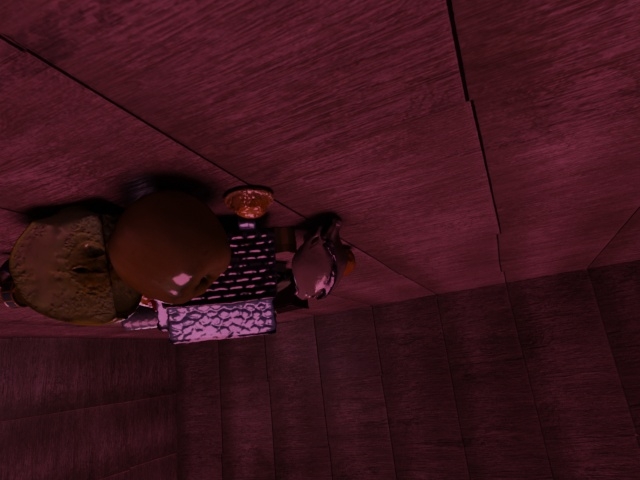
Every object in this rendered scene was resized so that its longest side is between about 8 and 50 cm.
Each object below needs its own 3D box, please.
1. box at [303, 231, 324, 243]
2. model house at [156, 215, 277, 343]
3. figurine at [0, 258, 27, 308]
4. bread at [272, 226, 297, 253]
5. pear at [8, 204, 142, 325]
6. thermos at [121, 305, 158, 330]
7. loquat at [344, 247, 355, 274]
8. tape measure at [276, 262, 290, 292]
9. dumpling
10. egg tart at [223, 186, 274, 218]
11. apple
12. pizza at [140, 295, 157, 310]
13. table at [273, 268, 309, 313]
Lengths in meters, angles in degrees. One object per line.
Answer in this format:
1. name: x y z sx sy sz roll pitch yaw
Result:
1. box: 0.000 0.000 1.424 0.117 0.036 0.051 8 158 -44
2. model house: -0.312 0.073 1.227 0.361 0.297 0.338 -3 126 -11
3. figurine: -0.799 0.109 1.253 0.276 0.157 0.161 -9 172 7
4. bread: -0.130 0.018 1.349 0.074 0.084 0.139 -1 163 -21
5. pear: -0.593 0.063 1.037 0.282 0.286 0.176 -8 -177 3
6. thermos: -0.831 0.351 2.108 0.287 0.144 0.182 -5 130 -14
7. loquat: 0.064 0.081 1.609 0.137 0.112 0.137 -16 -173 2
8. tape measure: -0.239 0.171 1.702 0.235 0.115 0.207 -2 158 -45
9. dumpling: 0.019 0.067 1.301 0.205 0.163 0.292 -8 129 -49
10. egg tart: -0.175 -0.088 1.040 0.129 0.049 0.128 -6 162 -2
11. apple: -0.337 0.016 0.961 0.263 0.262 0.262 -6 163 -2
12. pizza: -0.610 0.247 1.824 0.407 0.130 0.440 -3 164 8
13. table: -0.181 0.241 1.912 0.193 0.172 0.169 -13 163 18
